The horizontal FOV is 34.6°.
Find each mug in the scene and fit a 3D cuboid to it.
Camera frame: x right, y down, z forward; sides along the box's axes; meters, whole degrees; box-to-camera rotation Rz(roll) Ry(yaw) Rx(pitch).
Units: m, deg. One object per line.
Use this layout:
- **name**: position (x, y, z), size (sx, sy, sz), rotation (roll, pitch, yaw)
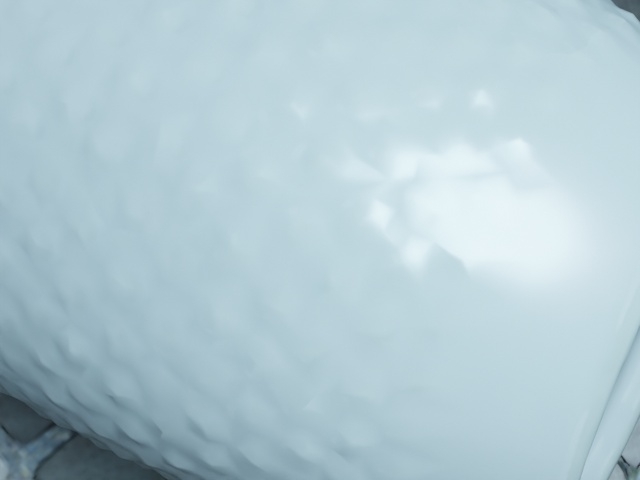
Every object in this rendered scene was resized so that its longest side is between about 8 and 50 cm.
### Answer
- **mug**: position (0.000, 0.000, 0.493), size (0.328, 0.374, 0.276), rotation (24, 70, 24)
